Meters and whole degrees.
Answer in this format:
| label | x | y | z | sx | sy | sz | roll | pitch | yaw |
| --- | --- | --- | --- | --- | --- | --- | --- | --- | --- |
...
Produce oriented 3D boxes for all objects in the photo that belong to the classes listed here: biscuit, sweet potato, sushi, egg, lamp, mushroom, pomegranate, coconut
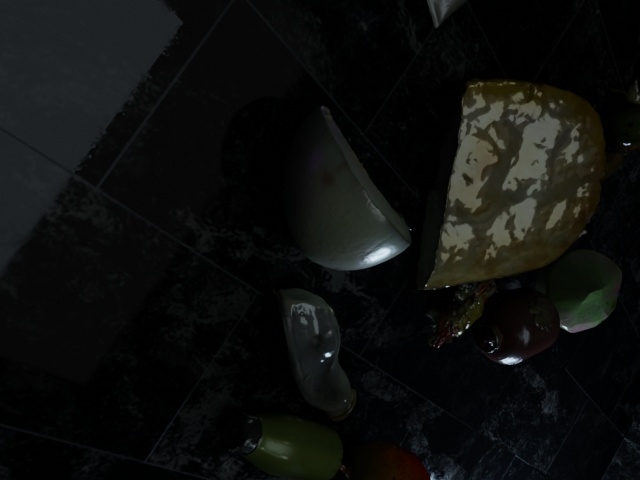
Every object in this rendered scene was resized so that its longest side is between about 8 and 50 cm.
| label | x | y | z | sx | sy | sz | roll | pitch | yaw |
| --- | --- | --- | --- | --- | --- | --- | --- | --- | --- |
| biscuit | 0.409 | -0.124 | 1.193 | 0.446 | 0.104 | 0.429 | -7 | 110 | -18 |
| sweet potato | 0.710 | -0.206 | 1.492 | 0.346 | 0.079 | 0.108 | 6 | 75 | -40 |
| sushi | 0.316 | 0.150 | 1.292 | 0.226 | 0.103 | 0.097 | -45 | 158 | -20 |
| egg | 0.020 | -0.049 | 0.897 | 0.161 | 0.206 | 0.271 | -33 | 124 | 15 |
| lamp | 0.478 | 0.206 | 1.407 | 0.258 | 0.180 | 0.180 | -12 | 115 | -34 |
| mushroom | -0.007 | 0.218 | 1.047 | 0.109 | 0.097 | 0.351 | -33 | 131 | -22 |
| pomegranate | 0.118 | 0.539 | 1.209 | 0.256 | 0.221 | 0.221 | 22 | 93 | -15 |
| coconut | 0.685 | 0.128 | 1.503 | 0.236 | 0.236 | 0.205 | -29 | 86 | -28 |
| pomegranate | 0.819 | -0.316 | 1.506 | 0.148 | 0.148 | 0.169 | 23 | 59 | -44 |

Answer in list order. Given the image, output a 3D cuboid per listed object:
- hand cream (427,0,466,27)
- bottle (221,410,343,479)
| label | x | y | z | sx | sy | sz | roll | pitch | yaw |
| --- | --- | --- | --- | --- | --- | --- | --- | --- | --- |
| hand cream | 0.260 | -0.467 | 1.014 | 0.186 | 0.054 | 0.087 | -38 | 124 | -14 |
| bottle | -0.070 | 0.376 | 1.043 | 0.260 | 0.112 | 0.112 | 34 | 84 | -43 |
